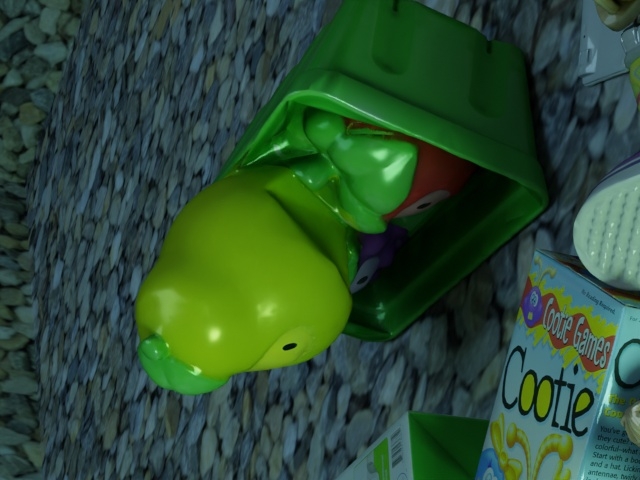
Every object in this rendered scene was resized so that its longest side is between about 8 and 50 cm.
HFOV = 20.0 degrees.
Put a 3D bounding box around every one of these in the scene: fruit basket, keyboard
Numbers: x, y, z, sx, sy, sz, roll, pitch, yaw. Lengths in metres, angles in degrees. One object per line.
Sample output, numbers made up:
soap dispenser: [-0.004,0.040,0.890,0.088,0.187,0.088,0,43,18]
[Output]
fruit basket: [0.000,0.000,1.607,0.392,0.283,0.392,-60,15,28]
keyboard: [0.241,-0.255,1.473,0.072,0.014,0.256,-12,71,63]

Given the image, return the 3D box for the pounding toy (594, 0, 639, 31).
pounding toy: [0.286,-0.241,1.204,0.269,0.155,0.154,-43,52,18]

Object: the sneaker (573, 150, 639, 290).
sneaker: [0.300,-0.064,1.111,0.282,0.161,0.102,-13,107,39]

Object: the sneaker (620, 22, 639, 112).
sneaker: [0.278,-0.115,1.240,0.208,0.081,0.094,162,107,-73]

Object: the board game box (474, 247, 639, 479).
board game box: [0.199,0.163,1.221,0.142,0.144,0.275,-139,61,-67]

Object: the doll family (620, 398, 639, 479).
doll family: [0.228,0.204,1.096,0.118,0.163,0.263,-136,58,-65]

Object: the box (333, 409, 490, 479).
box: [0.083,0.307,1.489,0.231,0.126,0.262,127,145,-53]
